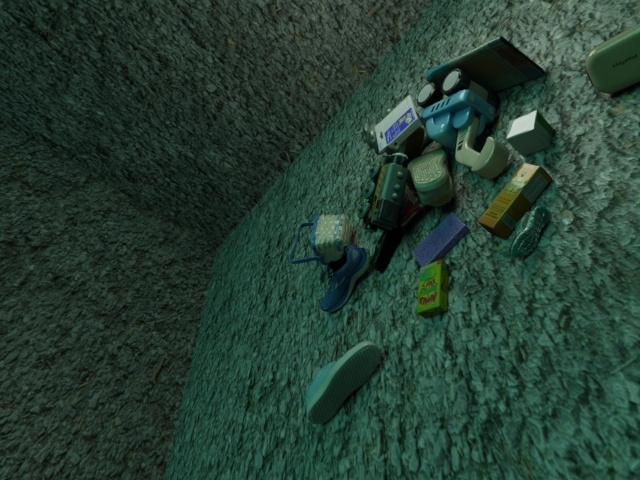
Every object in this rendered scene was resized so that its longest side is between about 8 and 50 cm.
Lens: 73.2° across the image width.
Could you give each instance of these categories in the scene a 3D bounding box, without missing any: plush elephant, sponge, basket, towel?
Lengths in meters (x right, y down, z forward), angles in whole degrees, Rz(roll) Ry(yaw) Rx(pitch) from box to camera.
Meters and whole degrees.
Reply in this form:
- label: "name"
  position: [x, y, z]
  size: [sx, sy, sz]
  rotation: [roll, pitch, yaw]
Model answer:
- label: "plush elephant"
  position: [0.333, -0.496, 2.056]
  size: [0.330, 0.255, 0.272]
  rotation: [-50, 25, 13]
- label: "sponge"
  position: [0.426, 0.004, 1.539]
  size: [0.210, 0.031, 0.117]
  rotation: [-49, 25, 15]
- label: "basket"
  position: [0.000, 0.000, 2.082]
  size: [0.289, 0.201, 0.255]
  rotation: [-4, 48, 22]
- label: "towel"
  position: [0.632, -0.655, 1.699]
  size: [0.370, 0.271, 0.040]
  rotation: [-1, 74, 60]

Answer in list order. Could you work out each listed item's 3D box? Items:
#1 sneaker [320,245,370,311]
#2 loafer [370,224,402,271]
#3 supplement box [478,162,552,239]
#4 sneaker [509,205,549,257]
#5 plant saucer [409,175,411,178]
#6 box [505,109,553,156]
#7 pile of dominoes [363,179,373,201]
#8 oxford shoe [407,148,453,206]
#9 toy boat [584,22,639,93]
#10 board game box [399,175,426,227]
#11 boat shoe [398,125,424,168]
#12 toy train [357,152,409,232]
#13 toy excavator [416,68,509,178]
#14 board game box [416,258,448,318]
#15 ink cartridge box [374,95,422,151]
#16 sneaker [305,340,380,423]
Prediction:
- label: "sneaker"
  position: [0.073, 0.155, 1.837]
  size: [0.330, 0.147, 0.130]
  rotation: [-62, 21, 16]
- label: "loafer"
  position: [0.259, 0.019, 1.767]
  size: [0.220, 0.080, 0.078]
  rotation: [-61, 25, -10]
- label: "supplement box"
  position: [0.597, -0.123, 1.327]
  size: [0.233, 0.080, 0.078]
  rotation: [-52, 27, 3]
- label: "sneaker"
  position: [0.593, -0.022, 1.248]
  size: [0.166, 0.065, 0.076]
  rotation: [-55, 8, -6]
- label: "plant saucer"
  position: [0.353, -0.171, 1.879]
  size: [0.278, 0.041, 0.278]
  rotation: [-41, 28, 28]
- label: "box"
  position: [0.685, -0.350, 1.414]
  size: [0.102, 0.101, 0.087]
  rotation: [-16, 46, 55]
- label: "pile of dominoes"
  position: [0.269, -0.163, 1.918]
  size: [0.251, 0.040, 0.196]
  rotation: [34, 105, 63]
- label: "oxford shoe"
  position: [0.441, -0.255, 1.712]
  size: [0.169, 0.130, 0.449]
  rotation: [-24, 21, 20]
- label: "toy boat"
  position: [0.903, -0.536, 1.239]
  size: [0.151, 0.151, 0.231]
  rotation: [-37, 10, -37]
- label: "board game box"
  position: [0.351, -0.177, 1.811]
  size: [0.145, 0.027, 0.281]
  rotation: [-46, 26, 19]
- label: "boat shoe"
  position: [0.396, -0.417, 1.907]
  size: [0.277, 0.098, 0.096]
  rotation: [98, 168, -53]
- label: "toy train"
  position: [0.263, -0.192, 1.728]
  size: [0.190, 0.142, 0.334]
  rotation: [-1, 71, 66]
- label: "toy excavator"
  position: [0.554, -0.423, 1.672]
  size: [0.433, 0.222, 0.445]
  rotation: [-7, 66, 61]
- label: "board game box"
  position: [0.373, 0.159, 1.428]
  size: [0.092, 0.043, 0.181]
  rotation: [-30, 35, 44]
- label: "ink cartridge box"
  position: [0.325, -0.487, 1.830]
  size: [0.208, 0.045, 0.206]
  rotation: [-38, 34, 31]
- label: "sneaker"
  position: [0.056, 0.467, 1.520]
  size: [0.366, 0.135, 0.150]
  rotation: [-50, 28, 12]
